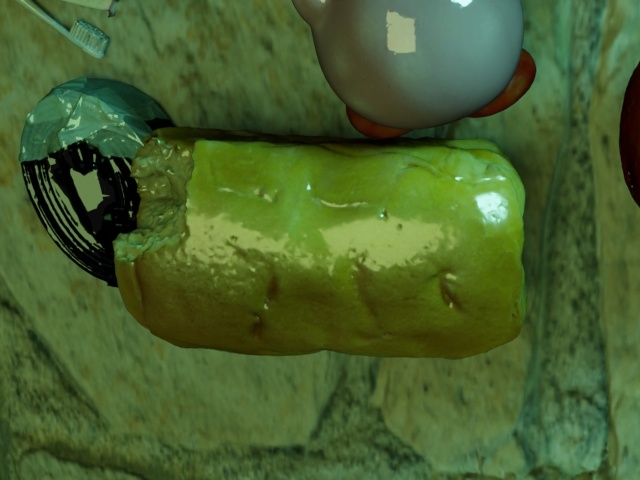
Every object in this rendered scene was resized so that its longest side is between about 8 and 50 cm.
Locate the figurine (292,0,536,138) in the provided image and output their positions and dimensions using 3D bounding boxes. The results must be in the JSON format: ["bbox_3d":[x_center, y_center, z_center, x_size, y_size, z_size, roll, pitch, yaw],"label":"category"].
[{"bbox_3d":[0.074,-0.171,0.996,0.173,0.173,0.173,7,112,18],"label":"figurine"}]

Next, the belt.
[{"bbox_3d":[-0.196,-0.058,1.192,0.151,0.078,0.198,-22,100,28],"label":"belt"}]

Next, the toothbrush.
[{"bbox_3d":[-0.307,-0.245,1.193,0.257,0.018,0.024,32,115,6],"label":"toothbrush"}]

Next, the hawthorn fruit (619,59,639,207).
[{"bbox_3d":[0.314,-0.102,0.937,0.181,0.181,0.235,0,110,21],"label":"hawthorn fruit"}]

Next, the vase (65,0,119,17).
[{"bbox_3d":[-0.318,-0.364,0.974,0.445,0.250,0.250,24,119,-14],"label":"vase"}]

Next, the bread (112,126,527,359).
[{"bbox_3d":[0.000,0.005,1.066,0.344,0.149,0.195,0,109,5],"label":"bread"}]
